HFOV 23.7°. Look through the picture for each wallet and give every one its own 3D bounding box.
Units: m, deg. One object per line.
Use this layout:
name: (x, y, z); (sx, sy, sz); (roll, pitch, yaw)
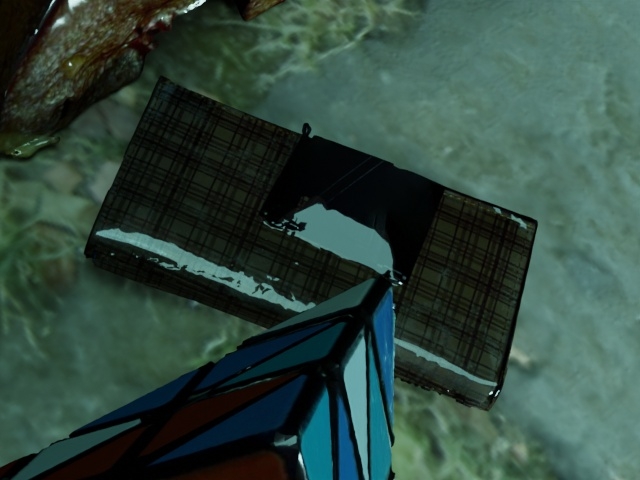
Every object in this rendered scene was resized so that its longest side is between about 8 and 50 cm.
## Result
wallet: (0.000, 0.000, 0.822); (0.230, 0.042, 0.124); (20, 60, -2)

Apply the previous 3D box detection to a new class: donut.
donut: (-0.092, -0.181, 0.842); (0.112, 0.151, 0.295); (41, 59, 21)

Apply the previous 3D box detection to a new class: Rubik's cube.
Rubik's cube: (-0.095, 0.124, 0.652); (0.234, 0.250, 0.284); (-3, 73, 9)
